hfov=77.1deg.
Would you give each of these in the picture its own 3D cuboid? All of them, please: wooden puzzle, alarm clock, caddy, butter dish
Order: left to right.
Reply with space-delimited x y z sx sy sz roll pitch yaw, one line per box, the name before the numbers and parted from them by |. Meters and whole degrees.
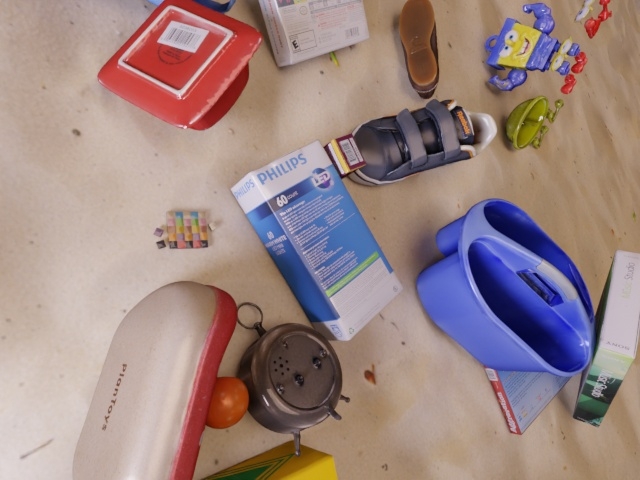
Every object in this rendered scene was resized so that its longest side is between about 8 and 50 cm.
wooden puzzle | -0.174 -0.014 0.524 0.083 0.006 0.049 -2 79 -32
butter dish | -0.163 -0.205 0.519 0.160 0.118 0.160 29 77 16
alarm clock | -0.046 0.157 0.516 0.192 0.064 0.129 50 45 10
caddy | 0.342 0.084 0.706 0.341 0.179 0.241 40 58 -12

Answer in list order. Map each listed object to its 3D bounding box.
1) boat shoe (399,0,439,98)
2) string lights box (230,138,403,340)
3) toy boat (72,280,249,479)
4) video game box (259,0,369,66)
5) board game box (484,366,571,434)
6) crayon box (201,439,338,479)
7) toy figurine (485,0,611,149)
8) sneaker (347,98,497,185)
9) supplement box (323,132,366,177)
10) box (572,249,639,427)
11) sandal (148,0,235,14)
boat shoe | 0.205 -0.394 0.828 0.073 0.073 0.207 25 63 -67
string lights box | 0.000 0.000 0.588 0.133 0.076 0.260 -34 97 -34
toy boat | -0.141 0.163 0.428 0.151 0.151 0.231 30 63 -42
video game box | -0.013 -0.408 0.661 0.205 0.048 0.187 -35 124 -34
board game box | 0.451 0.258 0.838 0.281 0.027 0.145 -21 90 -34
crayon box | -0.101 0.447 0.394 0.313 0.106 0.363 -7 82 -33
toy figurine | 0.499 -0.429 0.985 0.191 0.217 0.363 -10 127 -47
sneaker | 0.187 -0.186 0.726 0.321 0.127 0.126 -19 90 -33
supplement box | 0.023 -0.122 0.629 0.043 0.083 0.055 -28 94 -34
box | 0.588 0.209 0.821 0.232 0.058 0.322 -55 140 -29
sandal | -0.225 -0.368 0.516 0.317 0.126 0.138 -24 95 -33
